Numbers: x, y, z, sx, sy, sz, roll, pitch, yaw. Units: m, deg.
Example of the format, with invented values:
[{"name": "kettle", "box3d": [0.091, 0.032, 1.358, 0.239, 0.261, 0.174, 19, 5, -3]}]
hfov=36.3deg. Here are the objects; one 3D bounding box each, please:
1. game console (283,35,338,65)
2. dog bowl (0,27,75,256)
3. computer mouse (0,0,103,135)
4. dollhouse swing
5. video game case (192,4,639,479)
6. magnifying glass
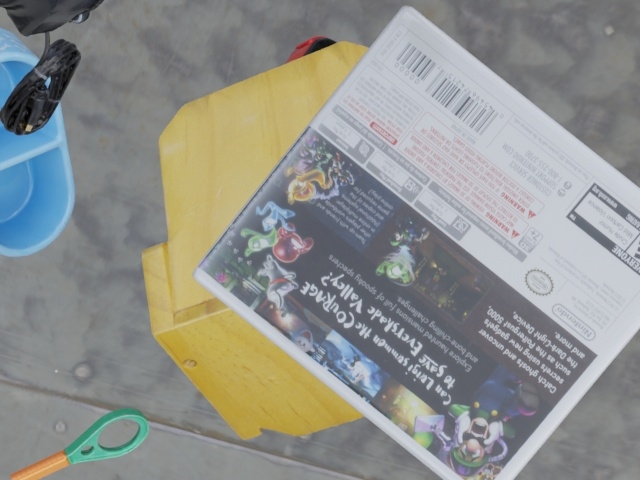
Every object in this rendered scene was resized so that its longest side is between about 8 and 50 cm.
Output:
[{"name": "game console", "box3d": [0.062, -0.145, 1.680, 0.386, 0.060, 0.342, 44, 44, -16]}, {"name": "dog bowl", "box3d": [-0.385, -0.109, 1.189, 0.166, 0.074, 0.297, -31, 133, -38]}, {"name": "computer mouse", "box3d": [-0.151, -0.117, 0.566, 0.041, 0.242, 0.071, 46, 61, 1]}, {"name": "dollhouse swing", "box3d": [0.000, 0.000, 1.168, 0.347, 0.305, 0.315, -20, 131, 12]}, {"name": "video game case", "box3d": [0.062, 0.009, 0.488, 0.190, 0.022, 0.173, 39, 94, 1]}, {"name": "magnifying glass", "box3d": [-0.391, 0.344, 1.597, 0.231, 0.026, 0.092, -22, 133, -15]}]
